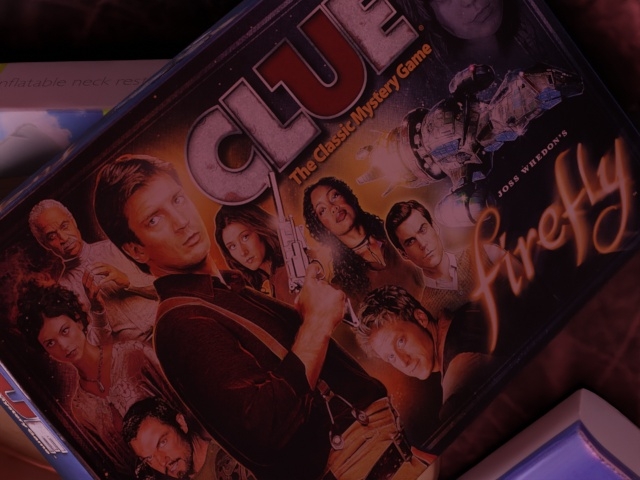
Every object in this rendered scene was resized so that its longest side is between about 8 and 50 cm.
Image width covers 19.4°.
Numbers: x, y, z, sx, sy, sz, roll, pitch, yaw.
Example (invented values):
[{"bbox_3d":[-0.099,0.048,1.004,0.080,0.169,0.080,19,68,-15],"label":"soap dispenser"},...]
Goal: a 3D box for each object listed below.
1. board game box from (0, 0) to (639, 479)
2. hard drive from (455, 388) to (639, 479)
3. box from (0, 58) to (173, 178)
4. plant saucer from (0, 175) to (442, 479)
[{"bbox_3d":[0.000,0.000,0.658,0.165,0.243,0.042,52,157,-12],"label":"board game box"},{"bbox_3d":[0.086,0.226,0.914,0.210,0.040,0.319,39,121,-16],"label":"hard drive"},{"bbox_3d":[-0.085,-0.021,0.765,0.178,0.042,0.109,0,129,15],"label":"box"},{"bbox_3d":[-0.085,0.060,0.787,0.278,0.041,0.278,7,144,5],"label":"plant saucer"}]
